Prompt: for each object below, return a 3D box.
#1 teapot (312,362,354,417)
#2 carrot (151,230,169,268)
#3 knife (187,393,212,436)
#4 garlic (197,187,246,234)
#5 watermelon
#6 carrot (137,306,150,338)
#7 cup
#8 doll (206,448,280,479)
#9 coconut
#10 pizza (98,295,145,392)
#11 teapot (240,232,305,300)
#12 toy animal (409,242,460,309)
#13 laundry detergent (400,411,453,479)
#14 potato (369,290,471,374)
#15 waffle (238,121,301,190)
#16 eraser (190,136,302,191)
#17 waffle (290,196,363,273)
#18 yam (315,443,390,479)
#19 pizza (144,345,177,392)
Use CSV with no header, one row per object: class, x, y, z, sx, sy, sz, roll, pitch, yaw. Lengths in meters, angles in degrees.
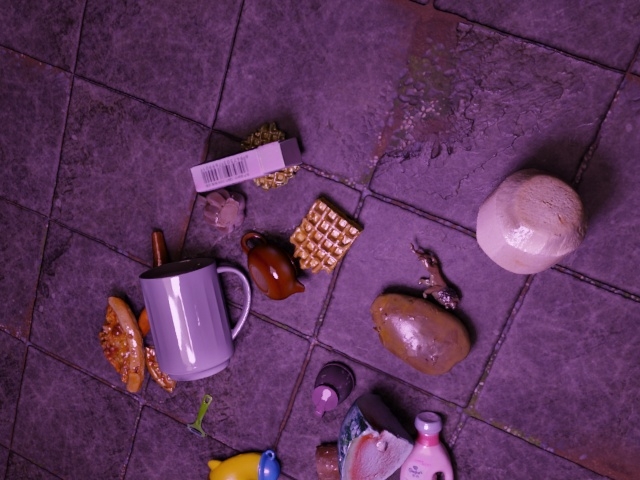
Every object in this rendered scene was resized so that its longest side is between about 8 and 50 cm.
teapot,0.019,0.449,1.874,0.148,0.146,0.116,-38,90,24
carrot,-0.511,0.050,2.005,0.055,0.055,0.161,-2,96,19
knife,-0.399,0.592,2.123,0.078,0.022,0.166,24,111,6
garlic,-0.305,-0.092,1.872,0.194,0.127,0.131,16,91,41
watermelon,0.150,0.588,1.751,0.213,0.320,0.290,12,82,6
carrot,-0.599,0.296,2.095,0.061,0.061,0.257,40,115,5
cup,-0.362,0.228,1.921,0.322,0.237,0.327,-13,100,-9
doll,-0.284,0.792,2.074,0.363,0.145,0.199,-40,84,17
coconut,0.504,-0.037,1.535,0.237,0.266,0.237,1,75,-4
pizza,-0.671,0.342,2.086,0.226,0.086,0.336,0,104,38
teapot,-0.141,0.068,1.850,0.252,0.135,0.178,50,149,22
toy animal,0.300,0.102,1.734,0.086,0.069,0.220,-33,97,2
laundry detergent,0.317,0.674,1.864,0.159,0.088,0.335,4,105,13
potato,0.268,0.254,1.744,0.296,0.141,0.192,32,110,11
waffle,-0.147,-0.240,1.809,0.169,0.036,0.183,-29,95,24
eraser,-0.206,-0.209,1.749,0.287,0.130,0.086,-12,99,23
waffle,0.000,0.000,1.813,0.160,0.055,0.211,39,114,5
yam,0.096,0.680,1.918,0.238,0.128,0.129,-6,103,20
pizza,-0.505,0.422,2.106,0.176,0.036,0.185,-19,98,22
